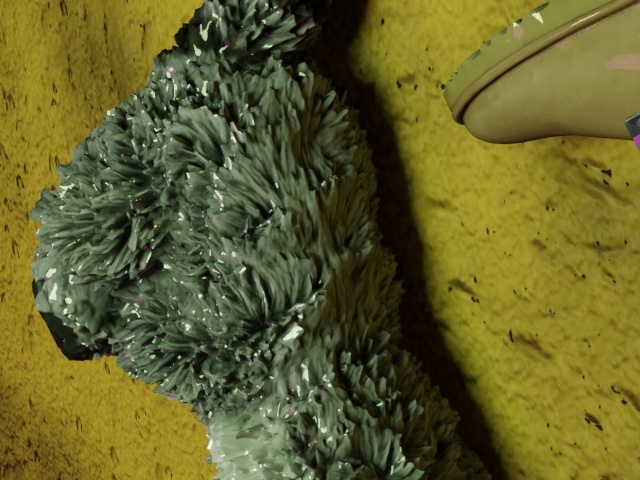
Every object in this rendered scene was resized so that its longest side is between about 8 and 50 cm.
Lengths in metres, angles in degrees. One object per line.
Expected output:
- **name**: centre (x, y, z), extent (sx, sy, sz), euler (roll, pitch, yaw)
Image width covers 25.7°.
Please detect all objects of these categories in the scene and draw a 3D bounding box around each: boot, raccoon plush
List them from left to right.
- **raccoon plush**: centre (0.000, 0.000, 0.818), extent (0.299, 0.216, 0.447), euler (36, 133, 29)
- **boot**: centre (0.185, 0.001, 0.648), extent (0.236, 0.089, 0.270), euler (-31, 81, 55)

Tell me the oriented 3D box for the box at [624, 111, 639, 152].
- **box**: centre (0.205, -0.001, 0.556), extent (0.116, 0.029, 0.162), euler (-29, 80, 41)
